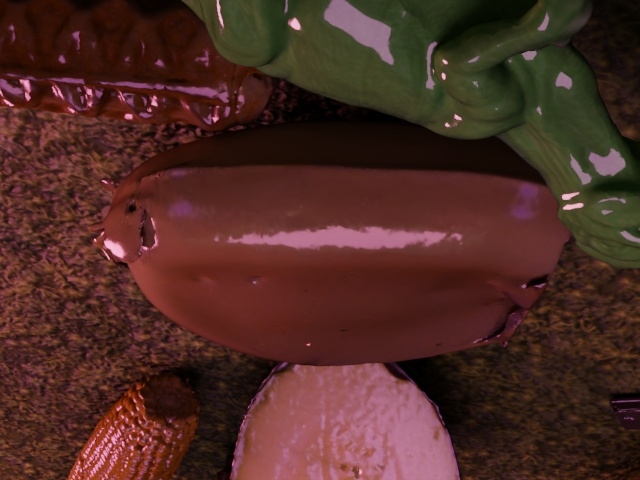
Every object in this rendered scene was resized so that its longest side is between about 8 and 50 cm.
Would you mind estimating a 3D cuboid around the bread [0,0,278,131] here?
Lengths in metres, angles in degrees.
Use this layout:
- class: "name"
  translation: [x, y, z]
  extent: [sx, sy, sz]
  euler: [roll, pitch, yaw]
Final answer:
- class: "bread"
  translation: [-0.208, -0.127, 0.999]
  extent: [0.368, 0.077, 0.084]
  euler: [7, 149, 8]

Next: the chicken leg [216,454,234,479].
- class: "chicken leg"
  translation: [-0.035, 0.278, 1.572]
  extent: [0.196, 0.080, 0.125]
  euler: [36, 130, -22]

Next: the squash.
- class: "squash"
  translation: [0.010, 0.195, 1.354]
  extent: [0.237, 0.204, 0.155]
  euler: [0, 168, 19]

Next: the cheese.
- class: "cheese"
  translation: [0.000, 0.000, 1.061]
  extent: [0.316, 0.128, 0.259]
  euler: [0, 153, -1]

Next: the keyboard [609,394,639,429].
- class: "keyboard"
  translation: [0.313, 0.143, 1.306]
  extent: [0.129, 0.015, 0.049]
  euler: [-6, 148, 25]

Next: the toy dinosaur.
- class: "toy dinosaur"
  translation: [-0.025, -0.126, 0.908]
  extent: [0.500, 0.144, 0.374]
  euler: [2, 142, 39]

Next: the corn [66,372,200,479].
- class: "corn"
  translation: [-0.180, 0.206, 1.486]
  extent: [0.091, 0.091, 0.260]
  euler: [5, 147, -23]
